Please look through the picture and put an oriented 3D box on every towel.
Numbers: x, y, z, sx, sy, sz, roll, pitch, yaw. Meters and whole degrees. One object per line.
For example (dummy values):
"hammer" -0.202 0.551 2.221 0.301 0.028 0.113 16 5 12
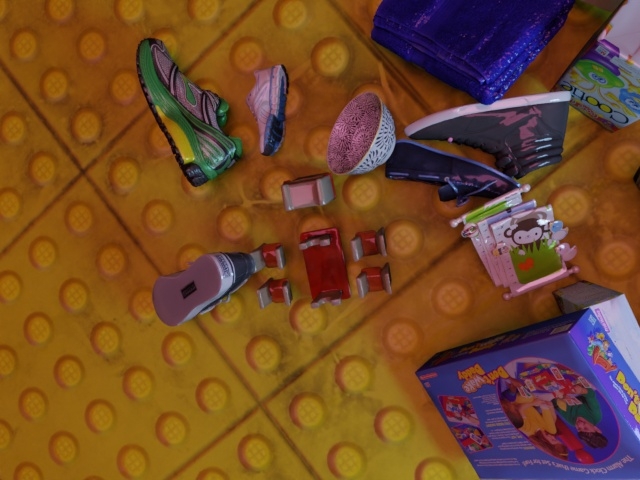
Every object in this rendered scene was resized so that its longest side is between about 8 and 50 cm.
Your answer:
"towel" 0.255 -0.404 0.902 0.228 0.076 0.308 -51 60 9

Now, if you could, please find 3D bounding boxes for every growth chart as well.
"growth chart" 0.364 0.006 0.918 0.172 0.021 0.237 -32 114 16

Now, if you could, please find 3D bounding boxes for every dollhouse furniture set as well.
"dollhouse furniture set" 0.000 0.000 1.007 0.262 0.135 0.259 -8 100 12

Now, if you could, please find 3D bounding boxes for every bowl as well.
"bowl" 0.092 -0.193 0.974 0.080 0.170 0.170 20 96 -30

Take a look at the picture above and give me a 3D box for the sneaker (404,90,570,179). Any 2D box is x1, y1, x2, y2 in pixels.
"sneaker" 0.309 -0.179 0.934 0.295 0.104 0.147 -6 98 17

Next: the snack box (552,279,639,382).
"snack box" 0.480 0.166 0.849 0.070 0.207 0.175 -24 86 11

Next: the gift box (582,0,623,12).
"gift box" 0.484 -0.532 0.822 0.255 0.276 0.258 26 80 14

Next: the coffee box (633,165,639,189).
"coffee box" 0.672 -0.030 0.807 0.168 0.119 0.297 -26 70 18

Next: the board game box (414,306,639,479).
"board game box" 0.346 0.273 0.836 0.233 0.078 0.347 59 144 5

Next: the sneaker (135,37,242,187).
"sneaker" -0.279 -0.281 1.058 0.146 0.134 0.344 -27 81 -14

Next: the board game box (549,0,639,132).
"board game box" 0.501 -0.293 0.802 0.142 0.275 0.144 38 98 9

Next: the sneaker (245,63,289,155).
"sneaker" -0.117 -0.269 1.044 0.083 0.071 0.191 4 83 18

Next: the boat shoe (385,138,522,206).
"boat shoe" 0.247 -0.110 0.956 0.258 0.109 0.089 23 89 27

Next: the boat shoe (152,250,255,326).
"boat shoe" -0.244 0.092 1.031 0.306 0.105 0.113 -35 75 42
